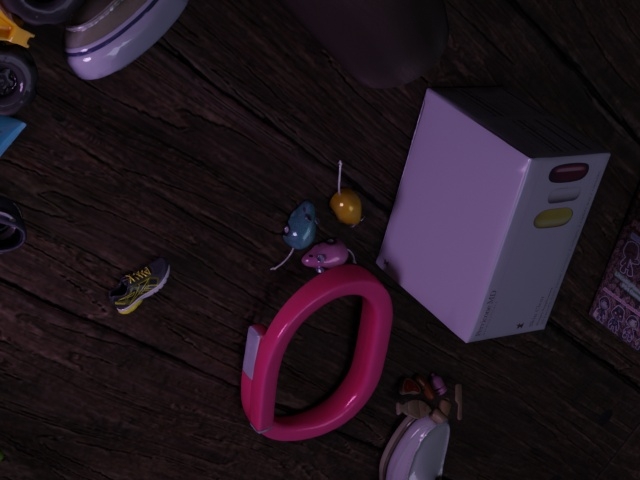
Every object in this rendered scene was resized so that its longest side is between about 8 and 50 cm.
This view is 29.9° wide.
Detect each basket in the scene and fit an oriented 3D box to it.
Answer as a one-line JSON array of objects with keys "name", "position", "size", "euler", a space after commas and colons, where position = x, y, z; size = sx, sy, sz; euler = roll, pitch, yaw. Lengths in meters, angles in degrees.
[{"name": "basket", "position": [0.042, -0.277, 1.272], "size": [0.204, 0.154, 0.227], "euler": [-25, 142, 9]}]

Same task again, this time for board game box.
[{"name": "board game box", "position": [0.602, 0.022, 1.937], "size": [0.232, 0.141, 0.291], "euler": [-4, 122, -37]}]

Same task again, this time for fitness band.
[{"name": "fitness band", "position": [-0.002, 0.158, 1.597], "size": [0.209, 0.054, 0.291], "euler": [-16, 134, -28]}]

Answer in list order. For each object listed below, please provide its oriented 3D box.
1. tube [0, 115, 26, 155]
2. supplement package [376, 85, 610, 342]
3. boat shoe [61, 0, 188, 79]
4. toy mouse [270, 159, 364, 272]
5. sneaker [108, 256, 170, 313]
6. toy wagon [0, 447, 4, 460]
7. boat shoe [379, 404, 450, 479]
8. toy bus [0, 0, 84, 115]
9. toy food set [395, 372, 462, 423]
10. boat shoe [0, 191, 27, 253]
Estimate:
[{"name": "tube", "position": [-0.374, -0.121, 1.126], "size": [0.080, 0.052, 0.207], "euler": [-44, 144, 10]}, {"name": "supplement package", "position": [0.213, -0.037, 1.537], "size": [0.145, 0.204, 0.262], "euler": [-6, 123, -35]}, {"name": "boat shoe", "position": [-0.160, -0.284, 1.100], "size": [0.094, 0.109, 0.302], "euler": [51, 57, -44]}, {"name": "toy mouse", "position": [0.000, 0.000, 1.518], "size": [0.143, 0.031, 0.161], "euler": [-36, 136, -13]}, {"name": "sneaker", "position": [-0.209, 0.049, 1.385], "size": [0.083, 0.031, 0.035], "euler": [-46, 136, -2]}, {"name": "toy wagon", "position": [-0.508, 0.257, 1.266], "size": [0.267, 0.068, 0.344], "euler": [-42, 137, -8]}, {"name": "boat shoe", "position": [0.148, 0.400, 1.869], "size": [0.113, 0.103, 0.302], "euler": [-6, 122, -36]}, {"name": "toy bus", "position": [-0.325, -0.227, 1.028], "size": [0.211, 0.149, 0.220], "euler": [20, 109, -31]}, {"name": "toy food set", "position": [0.159, 0.234, 1.799], "size": [0.122, 0.019, 0.078], "euler": [16, 65, -31]}, {"name": "boat shoe", "position": [-0.383, -0.022, 1.170], "size": [0.206, 0.065, 0.075], "euler": [5, 116, -41]}]
